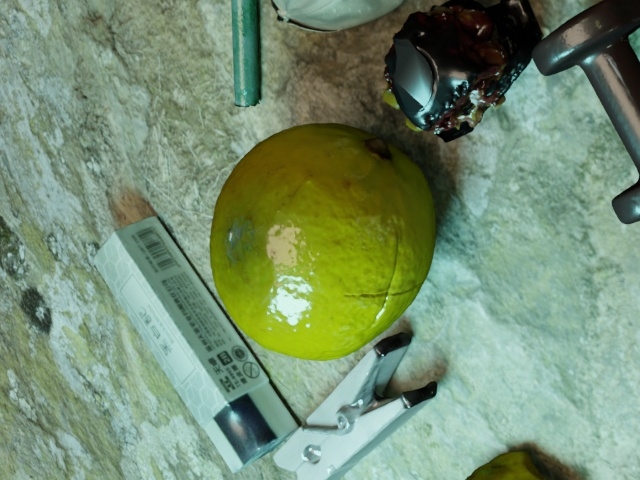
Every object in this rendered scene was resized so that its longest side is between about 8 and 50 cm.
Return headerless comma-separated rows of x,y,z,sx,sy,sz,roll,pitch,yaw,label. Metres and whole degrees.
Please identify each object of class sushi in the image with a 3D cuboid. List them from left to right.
0.146,-0.199,1.395,0.172,0.150,0.153,-23,90,44,sushi

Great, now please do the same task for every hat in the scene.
-0.004,-0.378,1.455,0.219,0.164,0.226,38,161,25,hat

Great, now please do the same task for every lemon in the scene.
0.000,0.000,1.516,0.297,0.297,0.297,17,117,36,lemon

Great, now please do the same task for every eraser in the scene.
-0.194,0.156,1.871,0.404,0.098,0.096,55,134,12,eraser

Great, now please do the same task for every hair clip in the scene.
0.041,0.256,1.710,0.101,0.085,0.331,54,134,14,hair clip

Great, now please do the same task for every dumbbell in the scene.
0.327,-0.139,1.268,0.124,0.140,0.225,-33,85,54,dumbbell

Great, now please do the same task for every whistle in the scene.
-0.104,-0.277,1.665,0.039,0.039,0.186,16,116,37,whistle

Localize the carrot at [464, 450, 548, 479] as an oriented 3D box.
0.230,0.472,1.538,0.241,0.341,0.241,23,148,15,carrot
